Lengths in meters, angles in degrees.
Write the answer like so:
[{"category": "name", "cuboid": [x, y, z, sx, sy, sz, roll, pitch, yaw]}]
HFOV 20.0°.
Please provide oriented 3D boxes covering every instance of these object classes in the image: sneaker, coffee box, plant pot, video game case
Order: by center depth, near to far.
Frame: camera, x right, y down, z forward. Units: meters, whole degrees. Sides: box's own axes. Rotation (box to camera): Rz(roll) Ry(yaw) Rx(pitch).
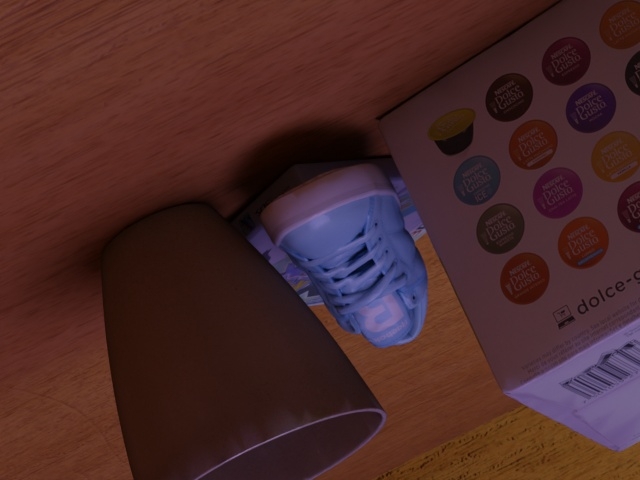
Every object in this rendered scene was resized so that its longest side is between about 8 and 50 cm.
[{"category": "plant pot", "cuboid": [-0.107, 0.111, 1.808, 0.256, 0.274, 0.256, -23, 161, -8]}, {"category": "coffee box", "cuboid": [0.320, -0.030, 1.852, 0.337, 0.334, 0.338, -32, 152, 17]}, {"category": "sneaker", "cuboid": [0.051, 0.028, 1.881, 0.135, 0.150, 0.366, -31, 162, 9]}, {"category": "video game case", "cuboid": [0.000, 0.000, 2.036, 0.329, 0.036, 0.300, -6, 153, -47]}]
